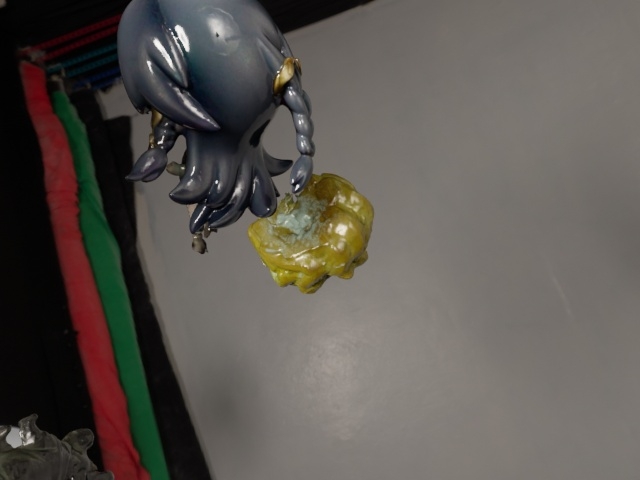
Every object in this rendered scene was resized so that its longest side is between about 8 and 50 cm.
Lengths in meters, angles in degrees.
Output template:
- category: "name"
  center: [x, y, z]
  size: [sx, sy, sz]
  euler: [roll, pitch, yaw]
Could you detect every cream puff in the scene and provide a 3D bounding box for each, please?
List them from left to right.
- category: "cream puff"
  center: [0.003, 0.004, 0.805]
  size: [0.195, 0.220, 0.195]
  euler: [54, -171, -12]

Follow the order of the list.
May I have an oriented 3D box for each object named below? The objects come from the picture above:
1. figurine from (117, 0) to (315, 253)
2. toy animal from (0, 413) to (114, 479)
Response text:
- category: "figurine"
  center: [-0.108, -0.129, 0.487]
  size: [0.265, 0.196, 0.175]
  euler: [65, 175, -33]
- category: "toy animal"
  center: [-0.475, 0.380, 0.751]
  size: [0.343, 0.106, 0.169]
  euler: [49, -162, -70]
